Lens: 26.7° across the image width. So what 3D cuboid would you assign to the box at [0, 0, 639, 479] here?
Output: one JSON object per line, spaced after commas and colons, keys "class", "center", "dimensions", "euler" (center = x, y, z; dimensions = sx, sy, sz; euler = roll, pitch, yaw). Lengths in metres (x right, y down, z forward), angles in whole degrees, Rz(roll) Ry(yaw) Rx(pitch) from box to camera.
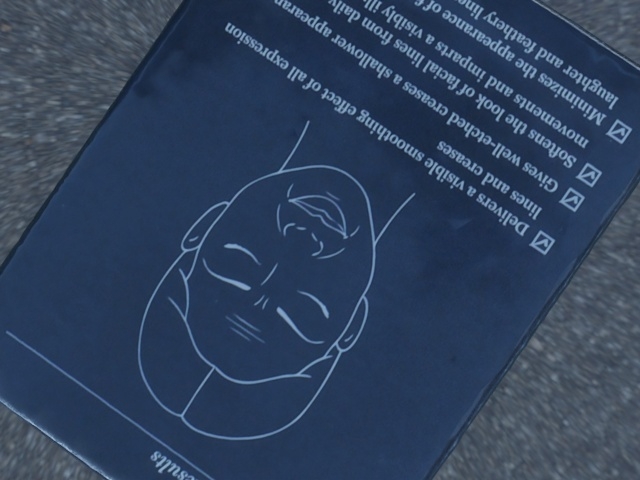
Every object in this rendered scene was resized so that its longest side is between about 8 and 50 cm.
{"class": "box", "center": [0.000, 0.000, 0.905], "dimensions": [0.293, 0.212, 0.395], "euler": [35, 90, 5]}
